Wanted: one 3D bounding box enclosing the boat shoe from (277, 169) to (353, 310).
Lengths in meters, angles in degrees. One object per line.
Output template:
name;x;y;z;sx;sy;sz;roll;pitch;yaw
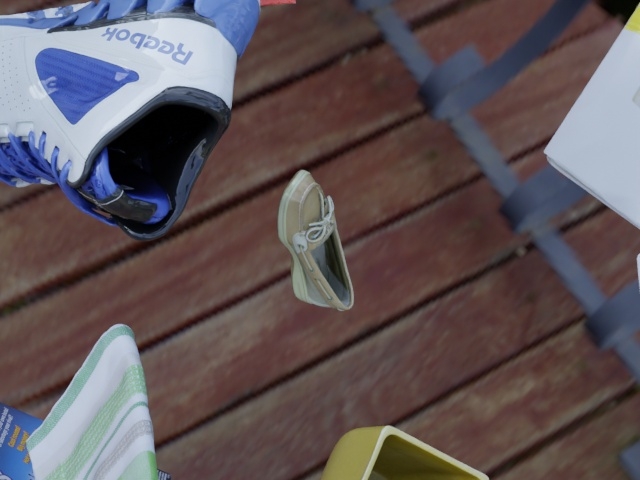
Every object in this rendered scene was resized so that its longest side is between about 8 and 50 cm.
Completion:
boat shoe;-0.001;0.002;1.696;0.048;0.153;0.056;20;51;24

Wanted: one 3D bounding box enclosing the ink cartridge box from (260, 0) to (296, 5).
ink cartridge box;-0.079;-0.230;1.765;0.115;0.063;0.029;-6;21;-4

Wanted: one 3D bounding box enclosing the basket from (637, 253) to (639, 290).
basket;0.372;0.083;1.833;0.113;0.103;0.167;-3;84;-32

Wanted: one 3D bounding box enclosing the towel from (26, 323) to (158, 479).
towel;-0.133;0.129;1.147;0.023;0.113;0.152;23;25;-24

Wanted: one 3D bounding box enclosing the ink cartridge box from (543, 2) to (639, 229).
ink cartridge box;0.429;-0.193;1.961;0.160;0.385;0.279;41;22;25

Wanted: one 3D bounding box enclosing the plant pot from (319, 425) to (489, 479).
plant pot;0.036;0.159;1.203;0.081;0.083;0.081;29;78;-24

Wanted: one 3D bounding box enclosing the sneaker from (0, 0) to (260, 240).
sneaker;-0.192;-0.084;1.520;0.127;0.315;0.182;45;34;-45

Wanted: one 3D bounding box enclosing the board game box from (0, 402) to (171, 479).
board game box;-0.202;0.171;1.305;0.194;0.060;0.194;30;17;-8
